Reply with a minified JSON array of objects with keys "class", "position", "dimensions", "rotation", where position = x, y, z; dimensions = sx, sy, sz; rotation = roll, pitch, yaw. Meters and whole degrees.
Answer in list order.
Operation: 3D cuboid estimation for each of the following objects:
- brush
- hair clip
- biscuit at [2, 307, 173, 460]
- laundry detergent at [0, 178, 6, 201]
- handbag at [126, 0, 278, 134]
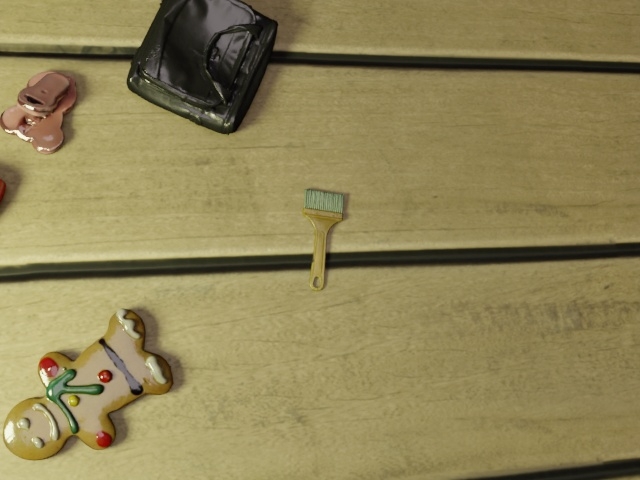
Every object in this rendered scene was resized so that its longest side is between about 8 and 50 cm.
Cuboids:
[{"class":"brush","position":[0.000,0.000,1.462],"dimensions":[0.083,0.011,0.205],"rotation":[8,76,-13]},{"class":"hair clip","position":[-0.521,-0.247,1.385],"dimensions":[0.123,0.102,0.138],"rotation":[25,41,-8]},{"class":"biscuit","position":[-0.410,0.268,1.286],"dimensions":[0.301,0.049,0.197],"rotation":[-35,85,-17]},{"class":"laundry detergent","position":[-0.636,-0.051,1.302],"dimensions":[0.097,0.049,0.165],"rotation":[26,74,1]},{"class":"handbag","position":[-0.227,-0.370,1.457],"dimensions":[0.244,0.088,0.275],"rotation":[25,72,-11]}]
